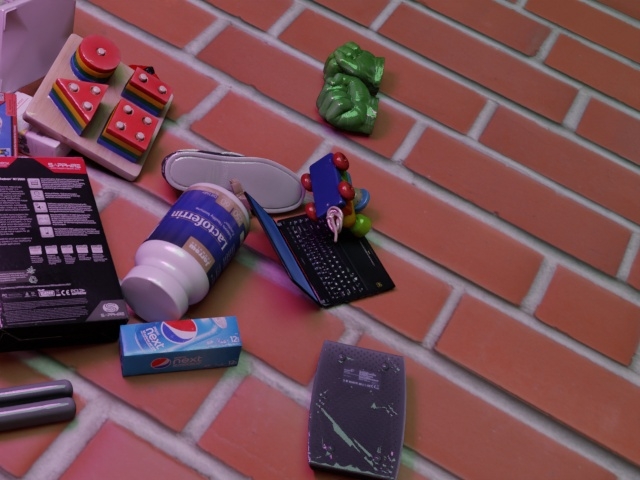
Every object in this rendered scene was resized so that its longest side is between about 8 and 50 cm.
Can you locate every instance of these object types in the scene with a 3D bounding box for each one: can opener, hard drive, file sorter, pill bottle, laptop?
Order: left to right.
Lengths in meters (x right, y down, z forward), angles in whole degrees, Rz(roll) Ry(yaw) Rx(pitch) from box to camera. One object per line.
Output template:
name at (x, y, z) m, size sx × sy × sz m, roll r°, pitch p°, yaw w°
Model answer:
can opener at (-0.540, 0.271, 1.508) m, size 0.280 × 0.093 × 0.074 m, roll -3°, pitch 50°, yaw -23°
file sorter at (-0.668, -0.454, 1.975) m, size 0.173 × 0.193 × 0.278 m, roll 21°, pitch 31°, yaw 9°
pill bottle at (-0.252, 0.026, 1.746) m, size 0.153 × 0.153 × 0.265 m, roll 25°, pitch 49°, yaw 7°
laptop at (0.000, 0.000, 1.847) m, size 0.264 × 0.137 × 0.234 m, roll -14°, pitch 56°, yaw -25°
hard drive at (0.064, 0.306, 1.658) m, size 0.171 × 0.054 × 0.255 m, roll 12°, pitch 48°, yaw -4°

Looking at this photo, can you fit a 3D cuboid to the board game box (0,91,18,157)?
board game box at (-0.651, -0.153, 1.774) m, size 0.145 × 0.027 × 0.281 m, roll 3°, pitch 74°, yaw -33°

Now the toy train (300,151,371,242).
toy train at (0.050, -0.050, 1.879) m, size 0.143 × 0.105 × 0.248 m, roll 39°, pitch 29°, yaw -39°

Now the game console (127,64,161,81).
game console at (-0.432, -0.329, 2.093) m, size 0.124 × 0.085 × 0.144 m, roll 15°, pitch 38°, yaw 41°

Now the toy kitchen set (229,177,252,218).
toy kitchen set at (-0.180, -0.068, 1.865) m, size 0.075 × 0.083 × 0.068 m, roll -22°, pitch 24°, yaw -10°

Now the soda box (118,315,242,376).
soda box at (-0.250, 0.188, 1.662) m, size 0.210 × 0.071 × 0.067 m, roll -4°, pitch 52°, yaw -18°

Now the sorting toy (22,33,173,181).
sorting toy at (-0.443, -0.297, 1.941) m, size 0.255 × 0.089 × 0.257 m, roll 30°, pitch 50°, yaw -19°

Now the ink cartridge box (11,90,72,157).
ink cartridge box at (-0.601, -0.237, 1.936) m, size 0.181 × 0.062 × 0.104 m, roll 24°, pitch 48°, yaw 6°

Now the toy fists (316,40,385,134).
toy fists at (0.071, -0.368, 2.208) m, size 0.142 × 0.096 × 0.279 m, roll 13°, pitch 50°, yaw -3°

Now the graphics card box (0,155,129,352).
graphics card box at (-0.504, 0.016, 1.675) m, size 0.232 × 0.094 × 0.371 m, roll -2°, pitch 55°, yaw -35°

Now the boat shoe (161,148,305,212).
boat shoe at (-0.180, -0.132, 1.934) m, size 0.302 × 0.114 × 0.091 m, roll 16°, pitch 7°, yaw -21°
